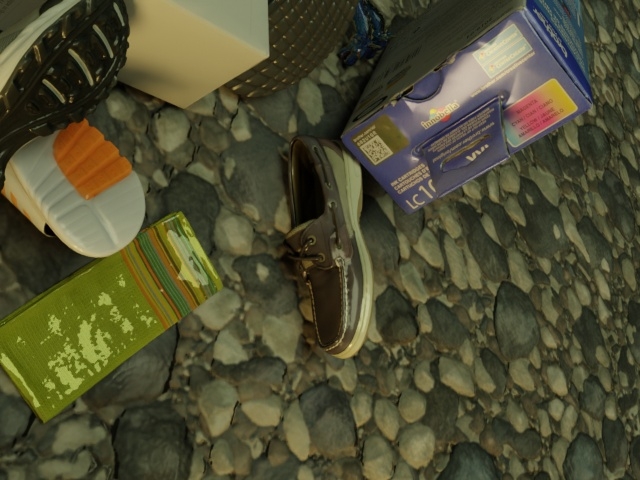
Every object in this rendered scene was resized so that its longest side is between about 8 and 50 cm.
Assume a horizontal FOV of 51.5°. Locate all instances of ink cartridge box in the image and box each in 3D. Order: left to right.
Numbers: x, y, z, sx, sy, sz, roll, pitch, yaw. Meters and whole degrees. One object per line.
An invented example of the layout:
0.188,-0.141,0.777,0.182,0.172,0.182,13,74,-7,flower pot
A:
0.192,-0.212,0.862,0.151,0.270,0.396,46,37,-16,ink cartridge box

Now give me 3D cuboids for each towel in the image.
-0.203,0.066,0.662,0.237,0.021,0.102,-40,103,-40,towel

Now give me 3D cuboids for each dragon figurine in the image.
0.084,-0.393,0.929,0.144,0.289,0.085,33,27,4,dragon figurine

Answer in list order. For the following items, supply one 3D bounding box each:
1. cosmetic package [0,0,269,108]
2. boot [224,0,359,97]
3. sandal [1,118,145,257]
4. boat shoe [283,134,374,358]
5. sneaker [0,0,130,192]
-0.229,-0.294,0.626,0.365,0.155,0.197,15,65,-45,cosmetic package
-0.039,-0.355,0.848,0.223,0.338,0.118,48,6,39,boot
-0.266,-0.083,0.626,0.265,0.076,0.102,50,44,10,sandal
0.000,0.000,0.808,0.092,0.102,0.286,12,66,-32,boat shoe
-0.265,-0.119,0.528,0.108,0.100,0.271,38,75,18,sneaker
